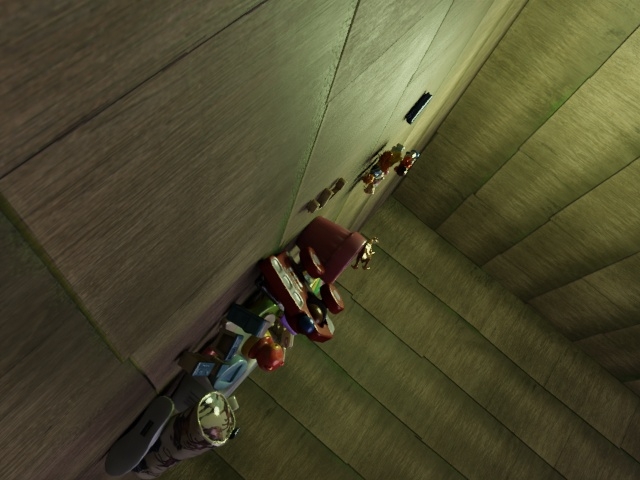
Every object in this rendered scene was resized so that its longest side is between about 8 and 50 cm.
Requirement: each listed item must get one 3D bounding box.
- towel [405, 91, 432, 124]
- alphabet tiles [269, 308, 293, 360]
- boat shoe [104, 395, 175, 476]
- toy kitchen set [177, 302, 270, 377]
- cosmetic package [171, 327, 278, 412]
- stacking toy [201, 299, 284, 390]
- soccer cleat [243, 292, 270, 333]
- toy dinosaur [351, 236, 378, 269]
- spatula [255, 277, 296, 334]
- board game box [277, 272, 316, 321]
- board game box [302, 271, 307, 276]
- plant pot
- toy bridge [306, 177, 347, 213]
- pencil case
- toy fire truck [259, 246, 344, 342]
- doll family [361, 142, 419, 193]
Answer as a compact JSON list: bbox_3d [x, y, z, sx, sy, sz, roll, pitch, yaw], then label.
[{"bbox_3d":[0.347,-0.468,1.715,0.119,0.029,0.067,-51,174,2],"label":"towel"},{"bbox_3d":[-0.172,0.333,1.913,0.284,0.021,0.278,0,-97,61],"label":"alphabet tiles"},{"bbox_3d":[-0.522,0.579,1.435,0.258,0.095,0.084,-47,169,-15],"label":"boat shoe"},{"bbox_3d":[-0.264,0.283,1.344,0.207,0.122,0.166,-63,157,-7],"label":"toy kitchen set"},{"bbox_3d":[-0.345,0.467,1.780,0.217,0.156,0.385,-54,174,34],"label":"cosmetic package"},{"bbox_3d":[-0.223,0.351,1.575,0.308,0.130,0.280,-16,140,-48],"label":"stacking toy"},{"bbox_3d":[-0.174,0.212,1.680,0.289,0.093,0.121,-49,-167,17],"label":"soccer cleat"},{"bbox_3d":[0.142,0.051,1.594,0.211,0.064,0.112,-59,166,-59],"label":"toy dinosaur"},{"bbox_3d":[-0.128,0.207,1.563,0.084,0.030,0.296,-46,136,-11],"label":"spatula"},{"bbox_3d":[-0.081,0.199,1.723,0.141,0.048,0.170,-60,174,33],"label":"board game box"},{"bbox_3d":[-0.009,0.119,2.188,0.317,0.064,0.242,-67,169,19],"label":"board game box"},{"bbox_3d":[0.026,0.021,1.623,0.201,0.180,0.201,-50,173,-8],"label":"plant pot"},{"bbox_3d":[0.012,-0.121,1.389,0.188,0.026,0.063,-43,172,-48],"label":"toy bridge"},{"bbox_3d":[-0.443,0.624,1.541,0.410,0.160,0.183,-35,159,28],"label":"pencil case"},{"bbox_3d":[-0.061,0.168,1.408,0.169,0.302,0.254,-29,-178,13],"label":"toy fire truck"},{"bbox_3d":[0.228,-0.270,1.793,0.263,0.118,0.163,-30,-162,48],"label":"doll family"}]
